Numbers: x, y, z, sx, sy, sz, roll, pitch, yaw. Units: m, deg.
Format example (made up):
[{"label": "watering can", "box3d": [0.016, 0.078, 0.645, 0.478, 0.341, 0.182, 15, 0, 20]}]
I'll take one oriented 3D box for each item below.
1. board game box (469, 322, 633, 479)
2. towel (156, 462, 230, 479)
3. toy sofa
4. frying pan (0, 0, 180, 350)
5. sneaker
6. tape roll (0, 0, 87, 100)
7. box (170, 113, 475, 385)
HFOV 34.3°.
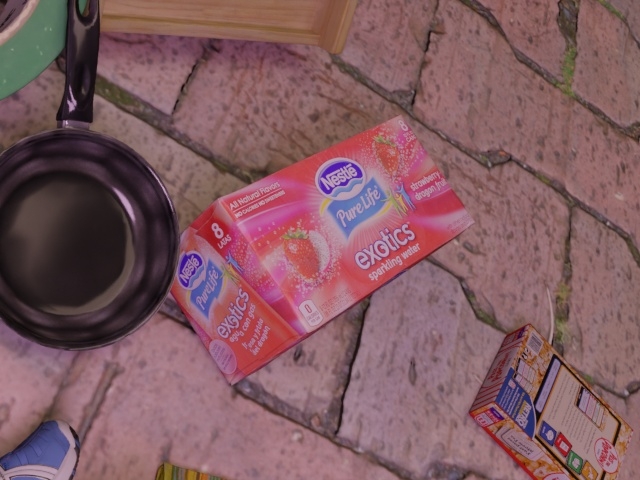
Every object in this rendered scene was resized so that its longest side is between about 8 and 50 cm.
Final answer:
[{"label": "board game box", "box3d": [0.277, 0.215, 1.229, 0.193, 0.045, 0.147, 46, 44, -7]}, {"label": "towel", "box3d": [-0.046, 0.275, 0.946, 0.237, 0.021, 0.102, 21, 53, -29]}, {"label": "toy sofa", "box3d": [-0.134, -0.310, 1.145, 0.362, 0.150, 0.177, -6, 33, -41]}, {"label": "frying pan", "box3d": [-0.240, -0.061, 0.915, 0.197, 0.053, 0.326, -24, 97, -33]}, {"label": "sneaker", "box3d": [-0.260, 0.201, 0.774, 0.081, 0.080, 0.211, 49, 43, -9]}, {"label": "tape roll", "box3d": [-0.357, -0.264, 0.885, 0.321, 0.077, 0.321, -3, 95, -34]}, {"label": "box", "box3d": [0.000, 0.000, 1.067, 0.300, 0.142, 0.154, -28, 83, -45]}]
